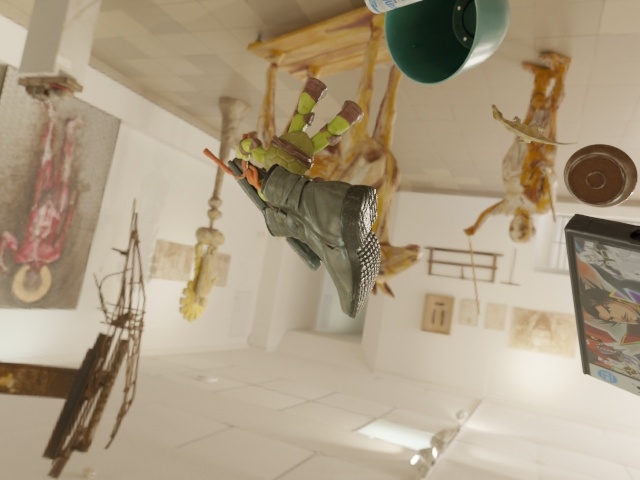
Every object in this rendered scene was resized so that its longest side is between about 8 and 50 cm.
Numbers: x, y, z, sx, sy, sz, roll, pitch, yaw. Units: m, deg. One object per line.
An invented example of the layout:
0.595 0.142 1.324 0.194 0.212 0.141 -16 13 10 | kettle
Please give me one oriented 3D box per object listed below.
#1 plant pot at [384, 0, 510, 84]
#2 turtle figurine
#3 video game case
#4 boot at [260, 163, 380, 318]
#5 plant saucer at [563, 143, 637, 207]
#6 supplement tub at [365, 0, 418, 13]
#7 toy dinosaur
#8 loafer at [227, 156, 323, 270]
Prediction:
0.354 -0.578 1.311 0.235 0.293 0.293 -24 -164 -35 | plant pot
-0.048 -0.146 0.780 0.270 0.217 0.087 32 175 19 | turtle figurine
0.406 0.107 0.540 0.248 0.035 0.274 20 146 47 | video game case
0.000 0.000 0.735 0.161 0.083 0.246 15 135 23 | boot
0.689 -0.155 1.238 0.168 0.168 0.029 4 -155 44 | plant saucer
0.136 -0.452 0.885 0.107 0.071 0.071 4 172 43 | supplement tub
0.431 -0.222 1.030 0.183 0.053 0.093 31 -155 17 | toy dinosaur
-0.065 -0.065 0.924 0.267 0.084 0.096 50 173 12 | loafer
